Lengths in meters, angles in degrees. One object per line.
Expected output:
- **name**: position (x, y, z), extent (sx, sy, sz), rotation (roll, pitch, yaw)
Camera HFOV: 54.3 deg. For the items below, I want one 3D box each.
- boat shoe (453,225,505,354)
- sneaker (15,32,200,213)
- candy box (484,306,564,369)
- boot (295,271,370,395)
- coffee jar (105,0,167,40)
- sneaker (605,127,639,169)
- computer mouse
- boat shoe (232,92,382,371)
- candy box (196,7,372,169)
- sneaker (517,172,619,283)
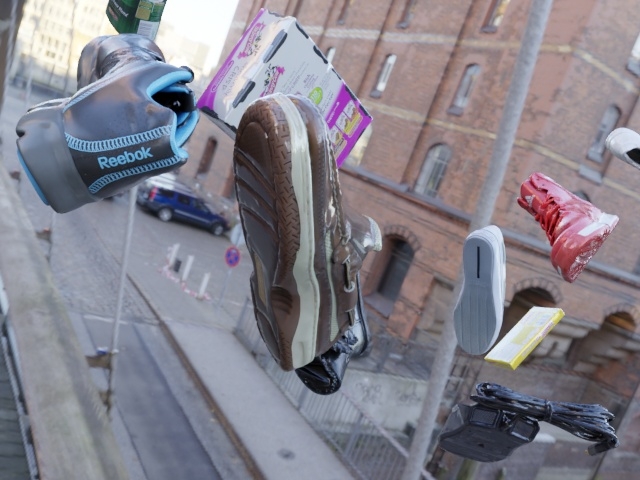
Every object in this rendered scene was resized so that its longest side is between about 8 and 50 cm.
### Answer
- **boat shoe**: position (0.280, 0.084, 1.047), extent (0.083, 0.226, 0.076), rotation (20, 31, 34)
- **sneaker**: position (-0.187, -0.138, 0.660), extent (0.140, 0.125, 0.341), rotation (-12, 34, 3)
- **candy box**: position (0.516, 0.244, 1.578), extent (0.027, 0.206, 0.105), rotation (52, -18, -8)
- **boot**: position (0.004, 0.101, 1.000), extent (0.094, 0.246, 0.207), rotation (-16, 3, 19)
- **coffee jar**: position (-0.291, -0.433, 1.038), extent (0.079, 0.184, 0.096), rotation (-6, 50, -44)
- **sneaker**: position (0.680, -0.155, 1.248), extent (0.212, 0.080, 0.094), rotation (15, 32, -4)
- **computer mouse**: position (0.259, 0.234, 0.796), extent (0.184, 0.060, 0.262), rotation (14, -31, 6)
- **boat shoe**: position (-0.004, -0.005, 0.468), extent (0.095, 0.257, 0.095), rotation (-21, 54, -19)
- **candy box**: position (-0.041, -0.177, 0.863), extent (0.071, 0.159, 0.233), rotation (31, -5, 37)
- **sneaker**: position (0.294, -0.022, 0.795), extent (0.128, 0.087, 0.221), rotation (36, 21, 22)
